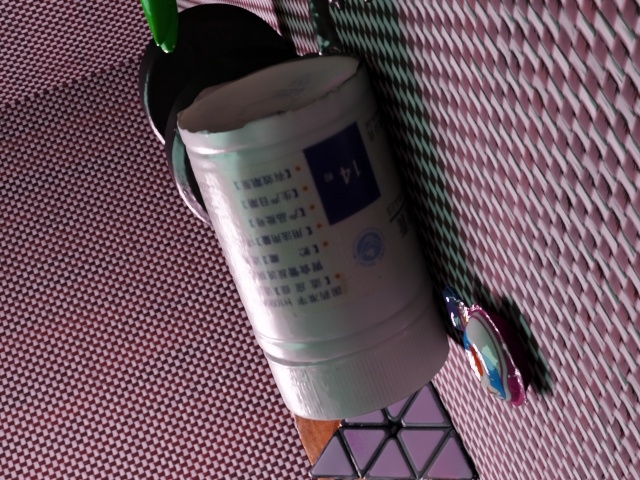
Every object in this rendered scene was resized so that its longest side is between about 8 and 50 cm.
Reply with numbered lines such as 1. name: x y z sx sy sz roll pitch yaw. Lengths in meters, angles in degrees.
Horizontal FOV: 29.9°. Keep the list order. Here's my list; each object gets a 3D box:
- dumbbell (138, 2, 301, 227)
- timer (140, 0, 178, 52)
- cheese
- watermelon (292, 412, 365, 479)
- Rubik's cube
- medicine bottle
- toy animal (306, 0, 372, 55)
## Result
1. dumbbell: -0.095 -0.149 1.394 0.322 0.204 0.203 -125 15 -63
2. timer: -0.201 -0.343 1.337 0.285 0.285 0.285 159 90 -83
3. cheese: 0.140 0.086 1.014 0.145 0.038 0.095 -126 16 -58
4. watermelon: 0.063 0.233 1.671 0.128 0.159 0.303 -1 111 50
5. Rubik's cube: 0.124 0.203 1.457 0.190 0.211 0.178 -1 90 49
6. medicine bottle: 0.000 0.000 1.186 0.190 0.190 0.332 -129 19 -66
7. toy animal: 0.004 -0.243 0.891 0.232 0.085 0.148 74 173 -56
